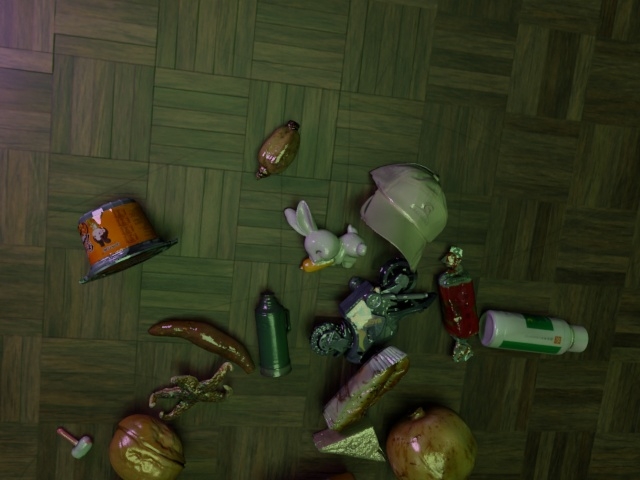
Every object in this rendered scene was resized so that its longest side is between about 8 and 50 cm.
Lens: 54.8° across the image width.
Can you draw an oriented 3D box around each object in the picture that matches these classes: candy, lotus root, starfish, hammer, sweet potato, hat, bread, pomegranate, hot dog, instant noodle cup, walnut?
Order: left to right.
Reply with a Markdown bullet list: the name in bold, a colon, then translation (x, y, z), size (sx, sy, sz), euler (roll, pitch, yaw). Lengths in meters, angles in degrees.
- **hammer**: translation (-0.556, 0.450, 1.384), size (0.083, 0.031, 0.052), euler (40, 87, -8)
- **instant noodle cup**: translation (-0.415, -0.009, 1.265), size (0.208, 0.177, 0.126), euler (-25, 90, -27)
- **walnut**: translation (-0.380, 0.469, 1.362), size (0.180, 0.144, 0.144), euler (35, 92, -18)
- **starfish**: translation (-0.283, 0.335, 1.396), size (0.209, 0.053, 0.150), euler (-36, 134, 12)
- **sweet potato**: translation (-0.256, 0.223, 1.386), size (0.255, 0.058, 0.078), euler (23, 116, -10)
- **lotus root**: translation (-0.091, -0.190, 1.338), size (0.072, 0.063, 0.152), euler (37, 91, 4)
- **bread**: translation (0.070, 0.498, 1.486), size (0.152, 0.077, 0.105), euler (-20, 102, -5)
- **hot dog**: translation (0.107, 0.343, 1.419), size (0.144, 0.075, 0.268), euler (-7, 139, -49)
- **hat**: translation (0.203, -0.061, 1.354), size (0.164, 0.226, 0.219), euler (-39, 108, 19)
- **pomegranate**: translation (0.258, 0.491, 1.465), size (0.215, 0.215, 0.215), euler (-2, 100, -10)
- **candy**: translation (0.331, 0.156, 1.483), size (0.086, 0.059, 0.292), euler (-14, 103, -9)

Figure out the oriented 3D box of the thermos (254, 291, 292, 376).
- **thermos**: translation (-0.105, 0.209, 1.402), size (0.083, 0.073, 0.188), euler (-7, 101, -8)

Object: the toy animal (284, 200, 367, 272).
- **toy animal**: translation (0.000, 0.000, 1.389), size (0.181, 0.131, 0.127), euler (14, 65, -20)

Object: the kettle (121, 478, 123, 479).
- **kettle**: translation (-0.407, 0.670, 1.397), size (0.221, 0.161, 0.236), euler (26, 96, -45)

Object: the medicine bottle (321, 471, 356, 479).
- **medicine bottle**: translation (-0.005, 0.682, 1.420), size (0.231, 0.238, 0.238), euler (-12, 102, -8)

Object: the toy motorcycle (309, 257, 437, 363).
- **toy motorcycle**: translation (0.122, 0.179, 1.429), size (0.307, 0.108, 0.173), euler (-40, 113, -3)

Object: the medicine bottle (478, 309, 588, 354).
- **medicine bottle**: translation (0.523, 0.229, 1.514), size (0.260, 0.095, 0.095), euler (10, 98, -11)
